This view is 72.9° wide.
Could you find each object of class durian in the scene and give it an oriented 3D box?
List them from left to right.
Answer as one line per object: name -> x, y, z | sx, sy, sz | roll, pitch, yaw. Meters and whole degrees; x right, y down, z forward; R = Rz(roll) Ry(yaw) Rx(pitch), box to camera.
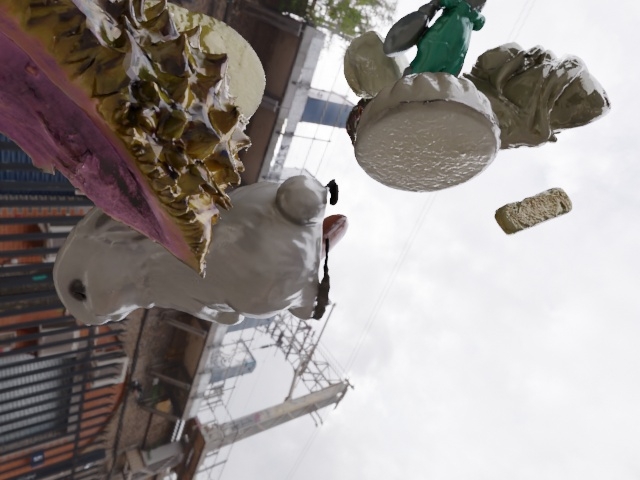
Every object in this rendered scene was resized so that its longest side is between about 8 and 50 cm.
durian -> -0.161, -0.142, 0.336 | 0.112, 0.341, 0.191 | -11, -138, 46

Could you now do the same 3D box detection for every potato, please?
potato -> -0.188, -0.165, 0.523 | 0.178, 0.203, 0.158 | 48, -45, -4

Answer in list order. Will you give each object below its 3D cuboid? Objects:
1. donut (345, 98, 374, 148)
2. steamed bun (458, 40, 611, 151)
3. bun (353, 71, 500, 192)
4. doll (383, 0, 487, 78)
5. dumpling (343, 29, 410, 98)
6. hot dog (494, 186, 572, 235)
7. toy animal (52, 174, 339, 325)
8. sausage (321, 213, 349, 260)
donut -> 0.198, -0.354, 1.437 | 0.270, 0.103, 0.269 | 33, -25, 17
steamed bun -> 0.468, -0.353, 1.023 | 0.324, 0.310, 0.219 | 40, -27, 63
bun -> 0.196, -0.224, 0.811 | 0.263, 0.263, 0.174 | -25, -131, 47
doll -> 0.266, -0.420, 0.925 | 0.258, 0.195, 0.153 | -36, -151, 5
dumpling -> 0.152, -0.467, 1.201 | 0.180, 0.252, 0.131 | -5, -110, 35
hot dog -> 0.554, -0.074, 1.145 | 0.084, 0.243, 0.073 | 67, -22, 9
toy animal -> -0.167, 0.012, 0.585 | 0.193, 0.358, 0.257 | -105, -161, -54
sausage -> 0.000, 0.000, 1.037 | 0.077, 0.194, 0.077 | 27, -38, 24
